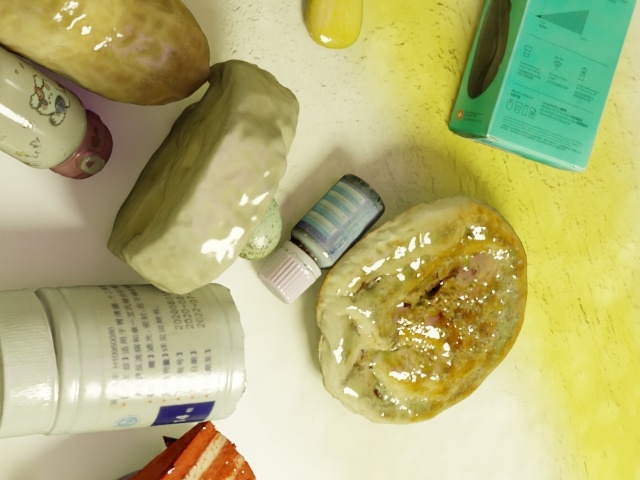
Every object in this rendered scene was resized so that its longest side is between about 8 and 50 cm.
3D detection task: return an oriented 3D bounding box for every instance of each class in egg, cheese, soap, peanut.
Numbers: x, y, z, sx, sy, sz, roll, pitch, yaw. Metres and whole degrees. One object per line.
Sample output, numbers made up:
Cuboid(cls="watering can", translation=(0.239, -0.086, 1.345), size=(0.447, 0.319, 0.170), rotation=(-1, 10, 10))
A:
Cuboid(cls="egg", translation=(-0.096, -0.028, 1.808), size=(0.085, 0.085, 0.110), rotation=(-8, 100, -26))
Cuboid(cls="cheese", translation=(-0.152, -0.079, 1.670), size=(0.115, 0.326, 0.318), rotation=(32, 46, -23))
Cuboid(cls="soap", translation=(0.025, -0.355, 1.838), size=(0.089, 0.033, 0.168), rotation=(4, 98, -30))
Cuboid(cls="peanut", translation=(-0.302, -0.288, 1.590), size=(0.387, 0.192, 0.169), rotation=(26, 72, -28))

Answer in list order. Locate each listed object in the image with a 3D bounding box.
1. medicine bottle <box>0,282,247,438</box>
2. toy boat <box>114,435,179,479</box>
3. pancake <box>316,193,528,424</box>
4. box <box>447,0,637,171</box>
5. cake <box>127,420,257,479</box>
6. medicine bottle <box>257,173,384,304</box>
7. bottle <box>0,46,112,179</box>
Cuboid(cls="medicine bottle", translation=(-0.281, 0.152, 1.686), size=(0.332, 0.190, 0.190), rotation=(-1, 100, -27))
Cuboid(cls="toy boat", translation=(-0.254, 0.378, 1.828), size=(0.318, 0.072, 0.219), rotation=(7, 99, -19))
Cuboid(cls="pancake", translation=(0.162, 0.109, 1.946), size=(0.387, 0.082, 0.387), rotation=(-13, 116, -28))
Cuboid(cls="box", translation=(0.339, -0.279, 1.969), size=(0.205, 0.118, 0.311), rotation=(14, 93, -31))
Cuboid(cls="cake", translation=(-0.220, 0.387, 1.781), size=(0.158, 0.160, 0.262), rotation=(52, 53, -19))
Cuboid(cls="medicine bottle", translation=(0.000, 0.000, 1.864), size=(0.203, 0.083, 0.083), rotation=(-48, 117, -14))
Cuboid(cls="bottle", translation=(-0.355, -0.150, 1.607), size=(0.233, 0.110, 0.110), rotation=(34, 83, -49))
